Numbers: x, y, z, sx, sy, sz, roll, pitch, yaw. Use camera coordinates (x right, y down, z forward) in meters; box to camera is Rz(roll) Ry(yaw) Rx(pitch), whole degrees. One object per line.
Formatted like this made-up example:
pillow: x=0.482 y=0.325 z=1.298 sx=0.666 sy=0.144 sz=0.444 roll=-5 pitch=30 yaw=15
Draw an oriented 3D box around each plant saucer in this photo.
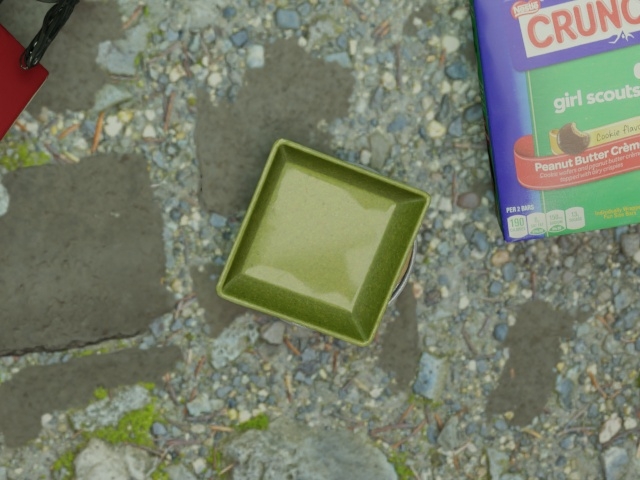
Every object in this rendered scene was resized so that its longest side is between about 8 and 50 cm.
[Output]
plant saucer: x=0.000 y=0.000 z=2.011 sx=0.188 sy=0.045 sz=0.188 roll=20 pitch=99 yaw=-14

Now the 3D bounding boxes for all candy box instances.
candy box: x=0.307 y=-0.179 z=2.003 sx=0.268 sy=0.122 sz=0.317 roll=-9 pitch=105 yaw=1

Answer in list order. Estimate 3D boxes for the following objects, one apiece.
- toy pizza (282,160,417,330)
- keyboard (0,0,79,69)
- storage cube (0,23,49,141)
toy pizza: x=0.013 y=0.009 z=2.057 sx=0.201 sy=0.032 sz=0.201 roll=-3 pitch=105 yaw=-10
keyboard: x=-0.322 y=-0.265 z=1.808 sx=0.201 sy=0.317 sz=0.033 roll=40 pitch=138 yaw=-15
storage cube: x=-0.424 y=-0.143 z=1.816 sx=0.184 sy=0.215 sz=0.193 roll=-31 pitch=113 yaw=35
